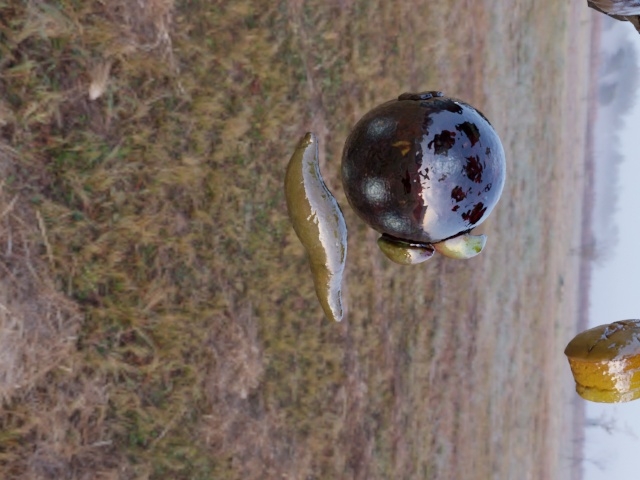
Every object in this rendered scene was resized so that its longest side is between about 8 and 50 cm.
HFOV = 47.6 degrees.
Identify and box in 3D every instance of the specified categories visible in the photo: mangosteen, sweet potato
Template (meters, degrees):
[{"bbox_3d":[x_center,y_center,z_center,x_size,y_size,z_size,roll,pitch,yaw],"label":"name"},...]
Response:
[{"bbox_3d":[0.168,-0.101,1.194,0.288,0.287,0.288,0,90,-74],"label":"mangosteen"},{"bbox_3d":[0.001,0.002,0.831,0.069,0.059,0.250,-134,-153,-59],"label":"sweet potato"}]

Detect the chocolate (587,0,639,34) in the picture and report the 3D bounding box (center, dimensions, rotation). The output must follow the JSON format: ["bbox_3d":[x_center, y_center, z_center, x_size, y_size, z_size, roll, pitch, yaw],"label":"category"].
[{"bbox_3d":[0.491,-0.354,1.006,0.206,0.224,0.177,53,32,-45],"label":"chocolate"}]

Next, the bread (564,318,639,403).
[{"bbox_3d":[0.634,0.241,1.512,0.269,0.195,0.143,-14,96,-30],"label":"bread"}]

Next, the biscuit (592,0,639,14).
[{"bbox_3d":[0.313,-0.431,0.704,0.407,0.091,0.408,-23,120,-49],"label":"biscuit"}]
